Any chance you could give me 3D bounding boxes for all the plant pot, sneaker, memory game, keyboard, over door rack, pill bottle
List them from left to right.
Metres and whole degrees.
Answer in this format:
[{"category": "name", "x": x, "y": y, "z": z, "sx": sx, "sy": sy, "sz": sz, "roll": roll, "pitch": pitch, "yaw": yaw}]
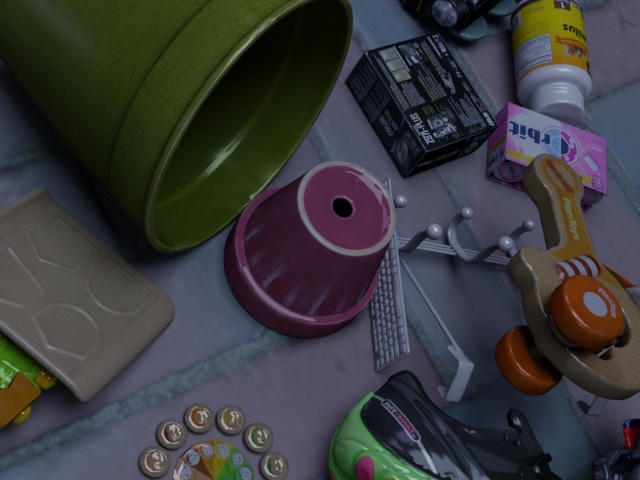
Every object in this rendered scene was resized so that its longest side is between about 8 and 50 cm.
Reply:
[{"category": "plant pot", "x": -0.211, "y": -0.232, "z": 1.225, "sx": 0.353, "sy": 0.366, "sz": 0.366, "roll": 37, "pitch": 54, "yaw": 13}, {"category": "memory game", "x": -0.120, "y": 0.275, "z": 1.167, "sx": 0.186, "sy": 0.012, "sz": 0.186, "roll": 10, "pitch": 61, "yaw": -19}, {"category": "plant pot", "x": 0.000, "y": 0.000, "z": 1.266, "sx": 0.201, "sy": 0.180, "sz": 0.201, "roll": 10, "pitch": 61, "yaw": -19}, {"category": "keyboard", "x": 0.083, "y": 0.042, "z": 1.345, "sx": 0.014, "sy": 0.072, "sz": 0.256, "roll": 9, "pitch": 61, "yaw": -26}, {"category": "over door rack", "x": 0.234, "y": 0.066, "z": 1.316, "sx": 0.239, "sy": 0.108, "sz": 0.324, "roll": 10, "pitch": 39, "yaw": -24}, {"category": "sneaker", "x": 0.246, "y": 0.317, "z": 1.206, "sx": 0.482, "sy": 0.185, "sz": 0.202, "roll": 34, "pitch": 58, "yaw": -6}, {"category": "pill bottle", "x": 0.369, "y": -0.284, "z": 1.619, "sx": 0.117, "sy": 0.117, "sz": 0.215, "roll": 11, "pitch": 60, "yaw": -18}]

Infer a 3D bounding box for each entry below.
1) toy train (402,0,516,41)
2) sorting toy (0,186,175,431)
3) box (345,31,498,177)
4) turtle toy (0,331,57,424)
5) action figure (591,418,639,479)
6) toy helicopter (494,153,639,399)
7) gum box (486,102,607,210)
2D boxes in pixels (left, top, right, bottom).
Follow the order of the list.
[{"category": "toy train", "x": 0.258, "y": -0.462, "z": 1.661, "sx": 0.190, "sy": 0.142, "sz": 0.334, "roll": 40, "pitch": 54, "yaw": 12}, {"category": "sorting toy", "x": -0.315, "y": 0.078, "z": 1.115, "sx": 0.229, "sy": 0.041, "sz": 0.307, "roll": 43, "pitch": 32, "yaw": -1}, {"category": "box", "x": 0.150, "y": -0.203, "z": 1.502, "sx": 0.147, "sy": 0.077, "sz": 0.180, "roll": -22, "pitch": 74, "yaw": -32}, {"category": "turtle toy", "x": -0.352, "y": 0.163, "z": 1.090, "sx": 0.095, "sy": 0.066, "sz": 0.130, "roll": 37, "pitch": 56, "yaw": -6}, {"category": "action figure", "x": 0.509, "y": 0.314, "z": 1.274, "sx": 0.341, "sy": 0.178, "sz": 0.330, "roll": -4, "pitch": 64, "yaw": -50}, {"category": "toy helicopter", "x": 0.329, "y": 0.035, "z": 1.248, "sx": 0.235, "sy": 0.140, "sz": 0.355, "roll": 15, "pitch": 48, "yaw": -22}, {"category": "gum box", "x": 0.354, "y": -0.126, "z": 1.561, "sx": 0.188, "sy": 0.062, "sz": 0.107, "roll": 17, "pitch": 58, "yaw": -15}]
